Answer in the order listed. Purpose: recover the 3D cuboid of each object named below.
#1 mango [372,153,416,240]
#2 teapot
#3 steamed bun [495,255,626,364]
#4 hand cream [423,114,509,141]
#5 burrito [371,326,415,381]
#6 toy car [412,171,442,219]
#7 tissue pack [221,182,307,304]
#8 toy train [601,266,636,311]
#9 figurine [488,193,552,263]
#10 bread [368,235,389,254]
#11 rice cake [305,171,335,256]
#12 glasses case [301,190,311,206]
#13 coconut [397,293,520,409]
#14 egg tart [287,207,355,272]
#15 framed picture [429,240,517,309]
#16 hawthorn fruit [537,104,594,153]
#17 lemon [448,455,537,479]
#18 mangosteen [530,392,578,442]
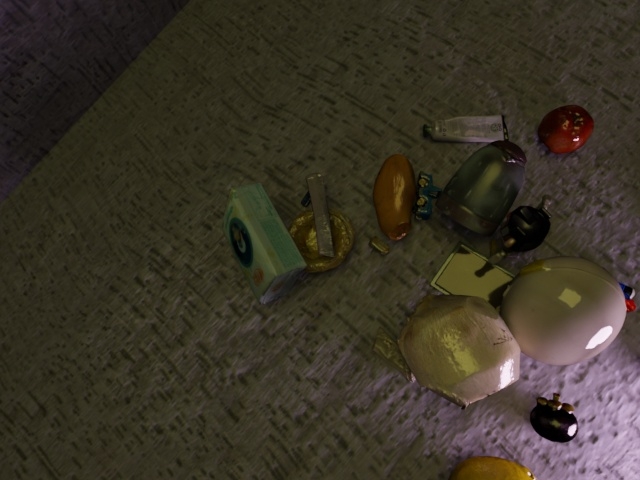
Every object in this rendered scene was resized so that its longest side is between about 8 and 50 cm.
[{"bbox_3d":[0.286,-0.172,1.623,0.144,0.187,0.359,16,74,-31],"label":"mango"},{"bbox_3d":[0.598,-0.211,1.502,0.233,0.315,0.312,31,111,5],"label":"teapot"},{"bbox_3d":[0.750,0.221,1.315,0.334,0.374,0.334,7,40,-6],"label":"steamed bun"},{"bbox_3d":[0.593,-0.455,1.702,0.336,0.076,0.121,-1,80,5],"label":"hand cream"},{"bbox_3d":[0.274,0.423,1.516,0.226,0.060,0.087,41,81,20],"label":"burrito"},{"bbox_3d":[0.419,-0.169,1.634,0.100,0.097,0.191,5,76,6],"label":"toy car"},{"bbox_3d":[-0.234,0.016,1.610,0.162,0.287,0.388,-19,69,-31],"label":"tissue pack"},{"bbox_3d":[0.970,0.163,1.436,0.204,0.083,0.131,25,79,16],"label":"toy train"},{"bbox_3d":[0.698,-0.031,1.444,0.143,0.308,0.308,24,81,12],"label":"figurine"},{"bbox_3d":[0.234,0.023,1.651,0.088,0.033,0.049,36,70,14],"label":"bread"},{"bbox_3d":[0.003,-0.098,1.606,0.073,0.056,0.365,-10,71,0],"label":"rice cake"},{"bbox_3d":[-0.051,-0.182,1.772,0.033,0.023,0.083,28,80,23],"label":"glasses case"},{"bbox_3d":[0.436,0.343,1.357,0.346,0.346,0.360,-29,65,3],"label":"coconut"},{"bbox_3d":[0.000,0.000,1.662,0.288,0.118,0.288,-4,73,12],"label":"egg tart"},{"bbox_3d":[0.580,0.157,1.552,0.274,0.017,0.217,37,85,18],"label":"framed picture"},{"bbox_3d":[0.918,-0.423,1.548,0.179,0.200,0.179,-2,80,12],"label":"hawthorn fruit"},{"bbox_3d":[0.533,0.793,1.266,0.320,0.245,0.245,-6,74,8],"label":"lemon"},{"bbox_3d":[0.753,0.569,1.342,0.137,0.137,0.151,6,83,13],"label":"mangosteen"}]
